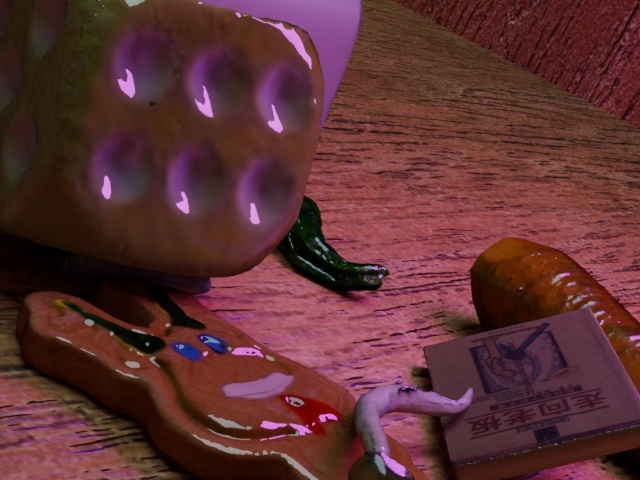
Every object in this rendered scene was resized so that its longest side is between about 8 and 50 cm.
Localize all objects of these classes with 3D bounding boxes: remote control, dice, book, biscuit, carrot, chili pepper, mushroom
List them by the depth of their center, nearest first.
[{"bbox_3d":[0.060,0.132,1.037,0.068,0.043,0.306,49,14,3],"label":"mushroom"},{"bbox_3d":[-0.066,0.112,1.053,0.334,0.047,0.202,31,19,25],"label":"biscuit"},{"bbox_3d":[-0.156,-0.100,1.189,0.238,0.226,0.233,10,4,-37],"label":"dice"},{"bbox_3d":[0.173,0.125,1.194,0.161,0.026,0.231,-14,20,2],"label":"book"},{"bbox_3d":[-0.155,0.030,1.205,0.124,0.017,0.053,11,-13,-29],"label":"remote control"},{"bbox_3d":[0.253,0.101,1.355,0.114,0.114,0.302,8,24,-37],"label":"carrot"},{"bbox_3d":[-0.004,0.000,1.451,0.073,0.050,0.182,17,19,-36],"label":"chili pepper"}]

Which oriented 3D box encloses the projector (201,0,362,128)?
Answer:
[{"bbox_3d":[-0.137,-0.242,1.672,0.249,0.248,0.248,5,24,-42],"label":"projector"}]
